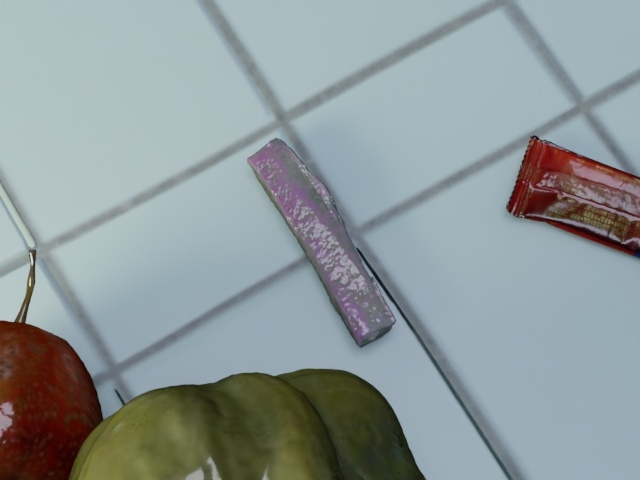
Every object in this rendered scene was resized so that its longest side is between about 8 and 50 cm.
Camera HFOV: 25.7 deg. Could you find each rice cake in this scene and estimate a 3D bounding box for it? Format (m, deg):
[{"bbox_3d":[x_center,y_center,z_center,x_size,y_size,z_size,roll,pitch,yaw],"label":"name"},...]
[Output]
[{"bbox_3d":[0.000,0.000,1.234,0.047,0.036,0.207,-23,72,-20],"label":"rice cake"}]

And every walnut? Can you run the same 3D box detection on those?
[{"bbox_3d":[-0.045,0.233,1.033,0.281,0.253,0.277,-9,72,-4],"label":"walnut"}]

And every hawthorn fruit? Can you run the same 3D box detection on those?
[{"bbox_3d":[-0.248,0.123,1.126,0.162,0.163,0.204,-2,52,-3],"label":"hawthorn fruit"}]

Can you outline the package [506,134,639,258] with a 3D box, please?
[{"bbox_3d":[0.271,-0.026,1.260,0.200,0.022,0.083,21,71,4],"label":"package"}]
